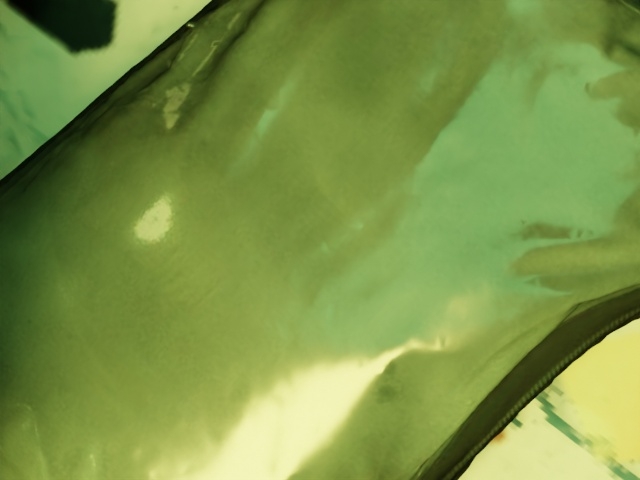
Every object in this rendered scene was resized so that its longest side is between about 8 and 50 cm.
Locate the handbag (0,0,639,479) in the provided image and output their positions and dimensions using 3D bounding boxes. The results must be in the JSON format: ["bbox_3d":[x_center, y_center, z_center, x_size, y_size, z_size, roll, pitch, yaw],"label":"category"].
[{"bbox_3d":[0.002,-0.002,0.662,0.332,0.075,0.192,-41,77,12],"label":"handbag"}]
